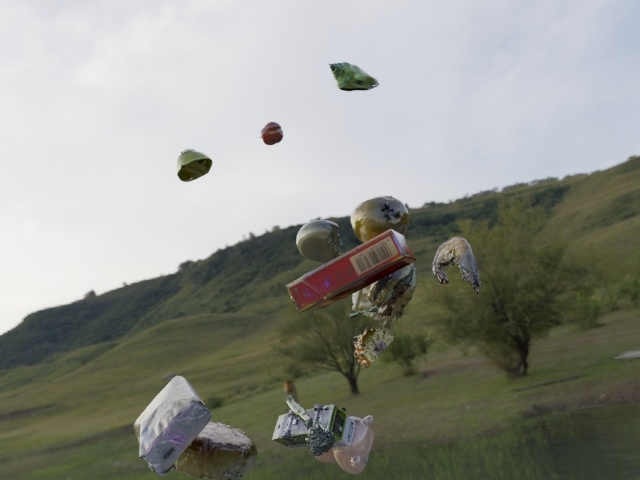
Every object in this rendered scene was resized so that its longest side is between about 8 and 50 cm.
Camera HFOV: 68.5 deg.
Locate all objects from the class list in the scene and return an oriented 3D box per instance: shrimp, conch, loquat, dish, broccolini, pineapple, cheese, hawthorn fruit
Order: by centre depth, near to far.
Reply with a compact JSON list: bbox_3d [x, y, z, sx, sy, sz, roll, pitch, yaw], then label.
[{"bbox_3d":[-0.054,0.527,1.395,0.079,0.074,0.392,-12,4,-21],"label":"broccolini"},{"bbox_3d":[0.101,-0.484,1.405,0.201,0.079,0.095,2,20,-28],"label":"conch"},{"bbox_3d":[0.415,0.087,1.430,0.052,0.251,0.143,35,-66,-23],"label":"shrimp"},{"bbox_3d":[0.167,0.255,1.670,0.140,0.035,0.030,-25,15,30],"label":"broccolini"},{"bbox_3d":[0.222,-0.065,1.708,0.213,0.213,0.213,-11,-15,-3],"label":"loquat"},{"bbox_3d":[-0.182,-0.388,1.708,0.093,0.093,0.093,-11,-15,-3],"label":"hawthorn fruit"},{"bbox_3d":[0.000,0.000,1.725,0.175,0.091,0.202,13,-35,-2],"label":"cheese"},{"bbox_3d":[-0.514,-0.307,1.860,0.149,0.080,0.208,-38,-9,9],"label":"dish"},{"bbox_3d":[0.210,0.431,1.984,0.233,0.135,0.079,-26,-27,-50],"label":"pineapple"}]

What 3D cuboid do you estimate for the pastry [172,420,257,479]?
[{"bbox_3d":[-0.372,0.707,1.611,0.330,0.136,0.329,13,-8,2],"label":"pastry"}]

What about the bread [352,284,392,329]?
[{"bbox_3d":[0.242,0.218,1.982,0.239,0.252,0.196,19,0,31],"label":"bread"}]

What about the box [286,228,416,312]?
[{"bbox_3d":[0.088,0.087,1.253,0.313,0.089,0.197,-29,-12,15],"label":"box"}]

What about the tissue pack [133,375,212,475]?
[{"bbox_3d":[-0.447,0.530,1.384,0.215,0.123,0.257,-48,23,-18],"label":"tissue pack"}]

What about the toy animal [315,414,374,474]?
[{"bbox_3d":[0.091,0.782,1.837,0.221,0.210,0.229,16,-40,14],"label":"toy animal"}]

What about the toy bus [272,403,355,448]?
[{"bbox_3d":[-0.029,0.659,1.643,0.139,0.113,0.302,41,-46,-23],"label":"toy bus"}]

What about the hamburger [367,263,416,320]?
[{"bbox_3d":[0.219,0.133,1.462,0.130,0.206,0.183,24,-53,-6],"label":"hamburger"}]
